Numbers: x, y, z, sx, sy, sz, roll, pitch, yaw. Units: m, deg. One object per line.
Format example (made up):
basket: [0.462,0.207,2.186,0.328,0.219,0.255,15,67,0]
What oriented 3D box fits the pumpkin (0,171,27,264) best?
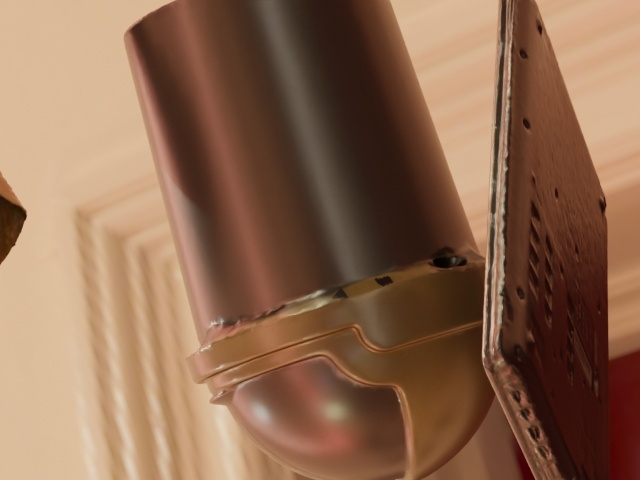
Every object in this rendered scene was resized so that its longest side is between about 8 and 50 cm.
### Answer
pumpkin: [-0.274,-0.070,1.285,0.139,0.190,0.281,36,-118,-36]

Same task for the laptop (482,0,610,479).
laptop: [0.082,0.009,0.704,0.129,0.016,0.180,63,-156,-44]

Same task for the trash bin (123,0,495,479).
trash bin: [0.000,0.000,1.293,0.214,0.214,0.334,-14,-94,-61]
